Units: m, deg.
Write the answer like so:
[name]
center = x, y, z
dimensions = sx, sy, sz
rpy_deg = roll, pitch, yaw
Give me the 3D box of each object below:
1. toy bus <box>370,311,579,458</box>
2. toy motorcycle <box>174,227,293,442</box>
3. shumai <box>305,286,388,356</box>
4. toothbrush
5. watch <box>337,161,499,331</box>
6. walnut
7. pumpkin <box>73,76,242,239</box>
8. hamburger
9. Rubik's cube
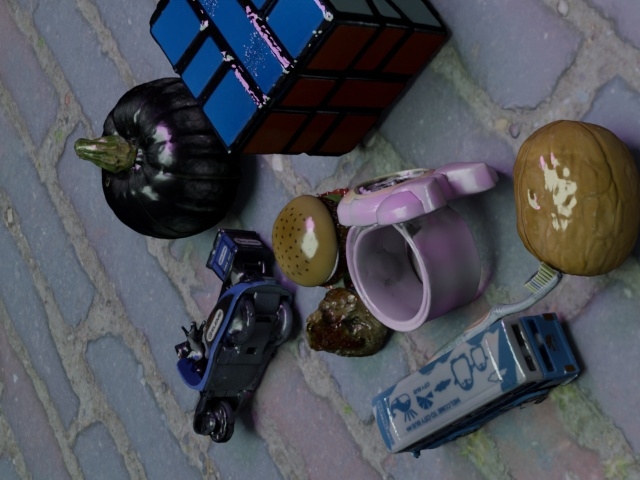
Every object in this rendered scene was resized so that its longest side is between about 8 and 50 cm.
[toy bus]
center = 0.208, 0.204, 1.597
dimensions = 0.297, 0.131, 0.106
rpy_deg = -38, 63, 40
[toy motorcycle]
center = -0.164, 0.176, 2.019
dimensions = 0.212, 0.125, 0.359
rpy_deg = 46, 121, 46
[shumai]
center = 0.034, 0.145, 1.799
dimensions = 0.123, 0.105, 0.139
rpy_deg = 42, 166, 3
[toothbrush]
center = 0.227, 0.114, 1.578
dimensions = 0.037, 0.028, 0.375
rpy_deg = 37, 148, -1
[watch]
center = 0.150, 0.009, 1.643
dimensions = 0.248, 0.210, 0.218
rpy_deg = -1, 108, 55
[walnut]
center = 0.323, -0.054, 1.447
dimensions = 0.165, 0.165, 0.197
rpy_deg = 1, 95, 47
[pumpkin]
center = -0.288, -0.146, 2.027
dimensions = 0.295, 0.295, 0.296
rpy_deg = 1, 92, 47
[hamburger]
center = -0.001, 0.003, 1.818
dimensions = 0.175, 0.136, 0.175
rpy_deg = 5, 96, 50
[Rubik's cube]
center = -0.036, -0.314, 1.712
dimensions = 0.283, 0.293, 0.288
rpy_deg = -49, 61, 29
